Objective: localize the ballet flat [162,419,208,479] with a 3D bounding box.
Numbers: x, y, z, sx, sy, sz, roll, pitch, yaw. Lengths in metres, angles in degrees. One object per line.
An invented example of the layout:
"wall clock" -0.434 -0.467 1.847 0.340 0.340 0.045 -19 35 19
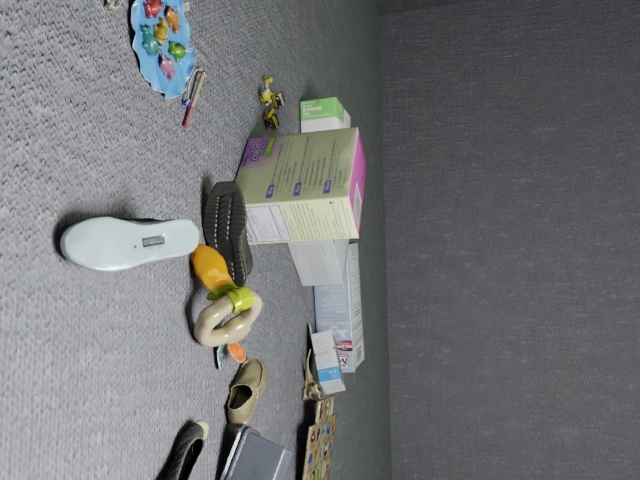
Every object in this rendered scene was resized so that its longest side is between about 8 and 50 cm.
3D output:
"ballet flat" -0.198 0.337 0.903 0.173 0.049 0.057 -70 154 -59

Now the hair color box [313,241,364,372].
"hair color box" 0.056 0.196 1.846 0.185 0.114 0.374 -7 93 -76

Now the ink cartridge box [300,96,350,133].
"ink cartridge box" 0.021 -0.257 1.794 0.198 0.115 0.272 23 65 -74

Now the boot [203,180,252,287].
"boot" -0.162 -0.013 1.119 0.137 0.077 0.197 -62 155 -80

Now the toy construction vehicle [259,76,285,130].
"toy construction vehicle" -0.118 -0.320 1.423 0.098 0.035 0.085 70 33 -43

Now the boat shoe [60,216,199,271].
"boat shoe" -0.248 0.004 0.760 0.183 0.083 0.065 -4 91 -49

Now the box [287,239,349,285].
"box" 0.000 0.000 1.643 0.181 0.119 0.181 -79 160 -44

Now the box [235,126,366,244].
"box" -0.039 -0.111 1.243 0.117 0.243 0.213 73 19 -45

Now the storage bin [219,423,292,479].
"storage bin" -0.111 0.414 1.085 0.098 0.091 0.135 63 45 -60

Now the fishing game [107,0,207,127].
"fishing game" -0.231 -0.314 0.934 0.264 0.041 0.189 68 26 -54

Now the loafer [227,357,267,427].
"loafer" -0.138 0.280 1.148 0.148 0.056 0.050 -79 167 -45

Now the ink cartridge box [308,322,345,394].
"ink cartridge box" 0.018 0.318 1.675 0.104 0.060 0.180 72 6 -57

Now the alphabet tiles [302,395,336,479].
"alphabet tiles" -0.006 0.592 1.618 0.285 0.011 0.342 32 65 -73

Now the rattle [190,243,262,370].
"rattle" -0.183 0.123 1.057 0.130 0.143 0.199 -49 163 -24

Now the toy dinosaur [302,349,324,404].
"toy dinosaur" -0.028 0.382 1.631 0.092 0.053 0.183 -99 175 -51
